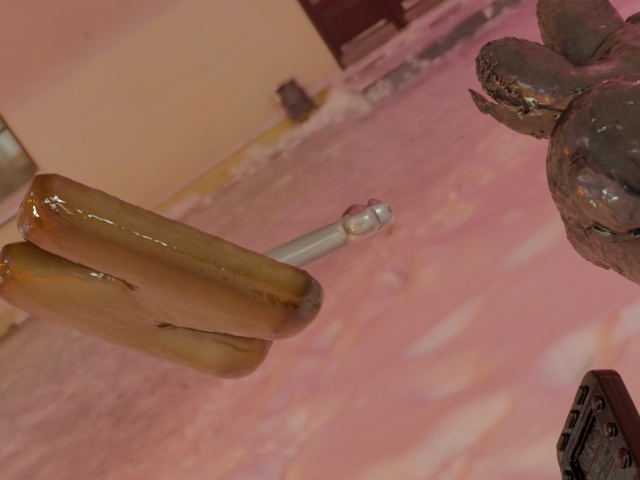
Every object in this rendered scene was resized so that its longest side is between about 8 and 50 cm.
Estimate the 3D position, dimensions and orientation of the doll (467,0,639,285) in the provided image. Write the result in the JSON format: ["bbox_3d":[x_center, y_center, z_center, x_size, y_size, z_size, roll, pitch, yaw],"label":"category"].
[{"bbox_3d":[0.224,-0.066,0.792,0.340,0.246,0.158,-99,25,-62],"label":"doll"}]

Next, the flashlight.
[{"bbox_3d":[0.000,0.000,1.490,0.200,0.047,0.093,-26,1,7],"label":"flashlight"}]

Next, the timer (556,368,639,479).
[{"bbox_3d":[0.291,0.230,1.120,0.055,0.144,0.187,0,40,-12],"label":"timer"}]

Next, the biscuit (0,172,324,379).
[{"bbox_3d":[-0.163,0.048,1.100,0.237,0.291,0.062,-43,29,55],"label":"biscuit"}]
